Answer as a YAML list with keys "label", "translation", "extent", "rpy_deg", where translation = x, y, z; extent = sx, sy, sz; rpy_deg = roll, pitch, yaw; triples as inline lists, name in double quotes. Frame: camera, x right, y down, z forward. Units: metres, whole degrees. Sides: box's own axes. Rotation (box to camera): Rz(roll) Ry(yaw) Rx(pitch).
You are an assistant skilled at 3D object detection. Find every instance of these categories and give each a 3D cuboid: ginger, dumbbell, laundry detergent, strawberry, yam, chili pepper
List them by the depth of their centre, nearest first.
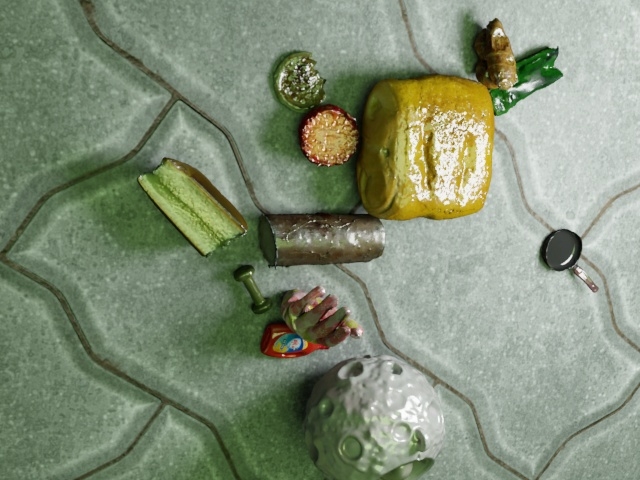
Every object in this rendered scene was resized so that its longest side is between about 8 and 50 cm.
- label: "strawberry"
  translation: [0.015, -0.230, 1.767]
  extent: [0.145, 0.086, 0.145]
  rpy_deg: [-7, 111, -18]
- label: "yam"
  translation: [-0.001, -0.001, 1.815]
  extent: [0.280, 0.131, 0.131]
  rpy_deg: [-1, 106, -22]
- label: "dumbbell"
  translation: [-0.154, 0.113, 1.834]
  extent: [0.052, 0.046, 0.118]
  rpy_deg: [-27, 114, -4]
- label: "ginger"
  translation: [0.401, -0.424, 1.840]
  extent: [0.073, 0.103, 0.162]
  rpy_deg: [-12, 96, -25]
- label: "chili pepper"
  translation: [0.488, -0.383, 1.902]
  extent: [0.224, 0.061, 0.098]
  rpy_deg: [-34, 107, -5]
- label: "laundry detergent"
  translation: [-0.055, 0.245, 1.906]
  extent: [0.165, 0.049, 0.097]
  rpy_deg: [10, 123, -23]

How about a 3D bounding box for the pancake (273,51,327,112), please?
- label: "pancake"
  translation: [-0.045, -0.343, 1.749]
  extent: [0.116, 0.022, 0.129]
  rpy_deg: [-33, 109, -8]

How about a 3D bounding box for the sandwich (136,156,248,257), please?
- label: "sandwich"
  translation: [-0.275, -0.083, 1.691]
  extent: [0.122, 0.128, 0.235]
  rpy_deg: [-40, 114, 0]

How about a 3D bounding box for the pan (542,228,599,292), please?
- label: "pan"
  translation: [0.663, 0.058, 2.105]
  extent: [0.115, 0.040, 0.212]
  rpy_deg: [-45, 108, -3]

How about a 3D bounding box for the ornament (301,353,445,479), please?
- label: "ornament"
  translation: [0.122, 0.424, 1.878]
  extent: [0.337, 0.337, 0.337]
  rpy_deg: [-6, 108, -18]

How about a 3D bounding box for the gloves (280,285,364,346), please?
- label: "gloves"
  translation: [-0.003, 0.179, 1.798]
  extent: [0.126, 0.241, 0.145]
  rpy_deg: [-40, 114, -5]

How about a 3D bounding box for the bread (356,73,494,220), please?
- label: "bread"
  translation: [0.253, -0.208, 1.809]
  extent: [0.337, 0.148, 0.328]
  rpy_deg: [-2, 107, -27]
